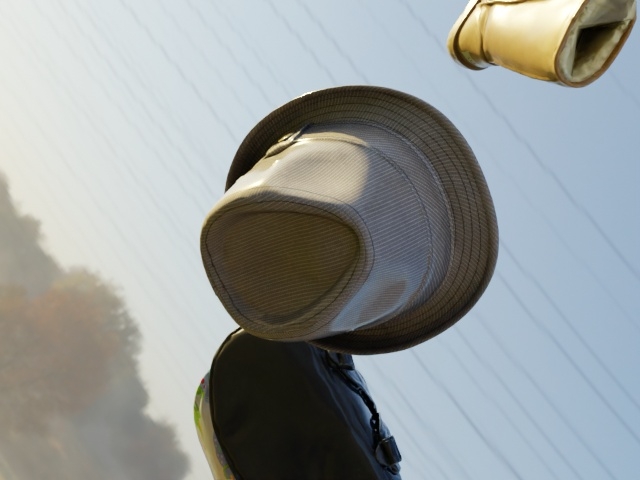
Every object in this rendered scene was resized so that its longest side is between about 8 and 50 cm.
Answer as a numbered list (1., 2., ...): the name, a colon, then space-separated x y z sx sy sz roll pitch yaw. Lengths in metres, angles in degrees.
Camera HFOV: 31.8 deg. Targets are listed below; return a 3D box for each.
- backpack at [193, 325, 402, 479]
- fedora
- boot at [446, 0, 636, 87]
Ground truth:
1. backpack: -0.024 0.256 1.343 0.290 0.273 0.355 60 7 12
2. fedora: 0.000 0.000 0.962 0.275 0.124 0.244 -10 -78 38
3. boot: 0.264 -0.274 1.230 0.089 0.236 0.269 27 1 -20
